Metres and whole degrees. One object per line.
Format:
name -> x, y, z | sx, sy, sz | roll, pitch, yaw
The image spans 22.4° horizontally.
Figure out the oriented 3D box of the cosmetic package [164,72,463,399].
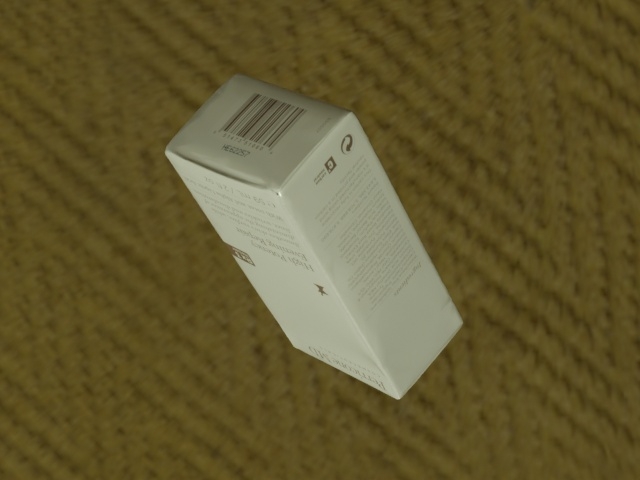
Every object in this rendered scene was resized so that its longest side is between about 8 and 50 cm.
cosmetic package -> 0.000, 0.000, 1.109 | 0.117, 0.231, 0.085 | 23, 63, 42
